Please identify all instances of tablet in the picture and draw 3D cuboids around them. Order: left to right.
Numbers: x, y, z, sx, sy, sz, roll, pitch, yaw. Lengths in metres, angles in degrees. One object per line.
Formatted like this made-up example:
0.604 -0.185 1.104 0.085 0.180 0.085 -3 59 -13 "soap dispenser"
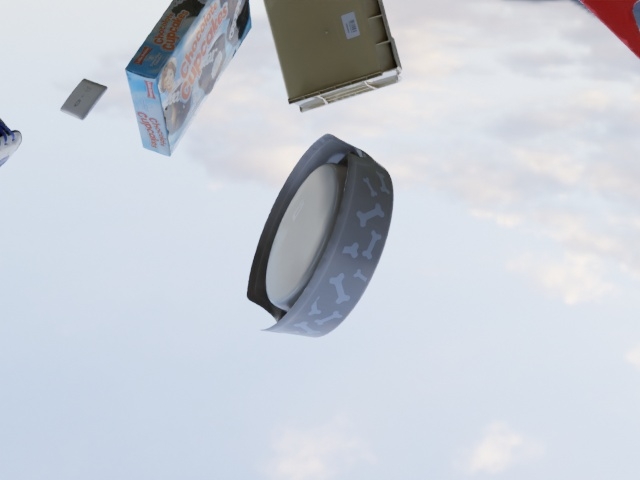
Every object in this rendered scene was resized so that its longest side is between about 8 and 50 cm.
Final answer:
-0.304 -0.182 1.370 0.054 0.006 0.083 -55 -145 -7 "tablet"

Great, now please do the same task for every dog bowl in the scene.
0.000 0.000 1.747 0.102 0.348 0.349 23 -164 -20 "dog bowl"

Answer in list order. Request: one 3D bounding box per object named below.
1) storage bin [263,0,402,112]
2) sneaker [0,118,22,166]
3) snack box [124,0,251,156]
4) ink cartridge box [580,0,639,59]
0.029 -0.449 2.353 0.261 0.262 0.123 -15 176 15 "storage bin"
-0.588 -0.162 1.780 0.127 0.315 0.182 33 -117 -9 "sneaker"
-0.208 -0.316 1.746 0.060 0.187 0.322 18 -122 13 "snack box"
0.452 -0.301 1.193 0.296 0.261 0.066 45 -166 1 "ink cartridge box"
